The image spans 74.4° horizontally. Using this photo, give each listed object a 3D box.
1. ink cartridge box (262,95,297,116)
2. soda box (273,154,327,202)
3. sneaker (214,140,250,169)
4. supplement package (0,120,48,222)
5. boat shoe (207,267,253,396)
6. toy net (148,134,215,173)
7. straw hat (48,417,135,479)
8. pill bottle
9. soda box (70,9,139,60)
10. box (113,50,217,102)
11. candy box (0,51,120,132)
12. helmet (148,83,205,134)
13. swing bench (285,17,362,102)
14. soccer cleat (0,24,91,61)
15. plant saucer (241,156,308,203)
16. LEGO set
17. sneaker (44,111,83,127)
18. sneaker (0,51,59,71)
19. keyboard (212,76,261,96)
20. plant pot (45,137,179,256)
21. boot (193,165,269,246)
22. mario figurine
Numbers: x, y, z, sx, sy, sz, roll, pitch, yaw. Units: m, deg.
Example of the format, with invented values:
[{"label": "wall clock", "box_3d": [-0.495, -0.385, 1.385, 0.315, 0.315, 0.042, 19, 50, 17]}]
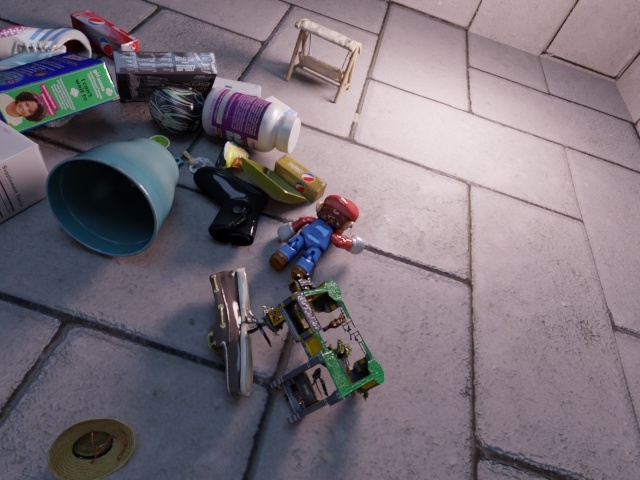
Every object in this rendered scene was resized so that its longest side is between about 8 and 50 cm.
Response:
[{"label": "ink cartridge box", "box_3d": [-0.173, -0.457, 1.554, 0.143, 0.092, 0.090, 38, 51, 13]}, {"label": "soda box", "box_3d": [-0.070, -0.207, 1.407, 0.181, 0.058, 0.061, 37, 51, 14]}, {"label": "sneaker", "box_3d": [-0.269, -0.263, 1.344, 0.094, 0.081, 0.208, 30, 20, -10]}, {"label": "supplement package", "box_3d": [-0.867, -0.147, 1.041, 0.177, 0.175, 0.293, 31, 50, 10]}, {"label": "boat shoe", "box_3d": [-0.215, 0.210, 0.996, 0.097, 0.116, 0.324, -6, 55, -7]}, {"label": "toy net", "box_3d": [-0.445, -0.256, 1.341, 0.232, 0.045, 0.122, 16, 49, -4]}, {"label": "straw hat", "box_3d": [-0.438, 0.387, 0.813, 0.144, 0.144, 0.061, -12, 18, -25]}, {"label": "pill bottle", "box_3d": [-0.228, -0.396, 1.423, 0.301, 0.169, 0.169, 19, 49, 6]}, {"label": "soda box", "box_3d": [-0.822, -0.776, 1.614, 0.263, 0.092, 0.083, 33, 51, 10]}, {"label": "box", "box_3d": [-0.523, -0.549, 1.426, 0.307, 0.242, 0.076, -10, 91, -24]}, {"label": "candy box", "box_3d": [-0.816, -0.443, 1.242, 0.268, 0.122, 0.317, 25, 50, 35]}, {"label": "helmet", "box_3d": [-0.479, -0.433, 1.398, 0.161, 0.169, 0.169, -16, 57, -47]}, {"label": "swing bench", "box_3d": [0.018, -0.759, 1.748, 0.253, 0.254, 0.165, 28, 50, 6]}, {"label": "soccer cleat", "box_3d": [-0.976, -0.673, 1.469, 0.331, 0.116, 0.143, -26, 63, -32]}, {"label": "plant saucer", "box_3d": [-0.149, -0.174, 1.316, 0.188, 0.045, 0.188, 39, 10, 16]}, {"label": "LEGO set", "box_3d": [-0.025, 0.264, 0.996, 0.331, 0.192, 0.255, 58, 28, 10]}, {"label": "sneaker", "box_3d": [-0.836, -0.416, 1.353, 0.076, 0.065, 0.166, 19, 44, 21]}, {"label": "sneaker", "box_3d": [-0.986, -0.524, 1.355, 0.150, 0.135, 0.366, 35, 44, 28]}, {"label": "keyboard", "box_3d": [-0.366, -0.616, 1.679, 0.256, 0.014, 0.072, 7, 56, -11]}, {"label": "plant pot", "box_3d": [-0.504, -0.139, 1.106, 0.272, 0.271, 0.255, 17, 34, -3]}, {"label": "boot", "box_3d": [-0.285, -0.100, 1.231, 0.246, 0.094, 0.207, 22, 45, -6]}, {"label": "mario figurine", "box_3d": [0.000, 0.000, 1.250, 0.320, 0.170, 0.198, -46, 111, -28]}]
